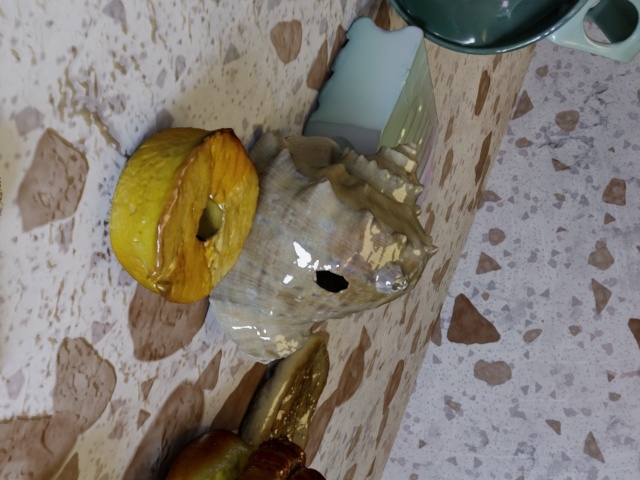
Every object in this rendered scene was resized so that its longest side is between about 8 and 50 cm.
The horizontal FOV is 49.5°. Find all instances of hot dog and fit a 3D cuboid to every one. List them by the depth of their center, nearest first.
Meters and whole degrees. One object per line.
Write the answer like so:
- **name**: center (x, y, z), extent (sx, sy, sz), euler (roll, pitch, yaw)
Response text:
- **hot dog**: center (-0.095, 0.366, 0.892), extent (0.405, 0.185, 0.223), euler (46, 54, -78)

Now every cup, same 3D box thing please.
- **cup**: center (0.293, -0.422, 1.034), extent (0.401, 0.310, 0.392), euler (64, 30, -12)

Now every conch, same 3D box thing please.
- **conch**: center (0.006, -0.002, 0.831), extent (0.324, 0.263, 0.186), euler (-58, -161, -17)

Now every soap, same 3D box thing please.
- **soap**: center (0.098, -0.155, 1.085), extent (0.208, 0.115, 0.347), euler (-66, 159, -14)

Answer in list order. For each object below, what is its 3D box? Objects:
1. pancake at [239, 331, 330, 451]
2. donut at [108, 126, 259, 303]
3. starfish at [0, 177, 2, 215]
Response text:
- **pancake**: center (-0.054, 0.285, 1.166), extent (0.282, 0.049, 0.282), euler (15, 90, -71)
- **donut**: center (-0.131, -0.028, 0.668), extent (0.190, 0.075, 0.174), euler (6, 100, -74)
- **starfish**: center (-0.264, 0.052, 0.432), extent (0.227, 0.043, 0.240), euler (-55, 157, -34)
